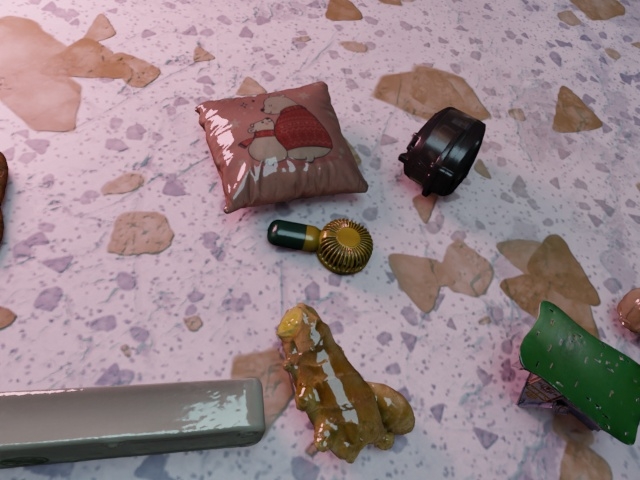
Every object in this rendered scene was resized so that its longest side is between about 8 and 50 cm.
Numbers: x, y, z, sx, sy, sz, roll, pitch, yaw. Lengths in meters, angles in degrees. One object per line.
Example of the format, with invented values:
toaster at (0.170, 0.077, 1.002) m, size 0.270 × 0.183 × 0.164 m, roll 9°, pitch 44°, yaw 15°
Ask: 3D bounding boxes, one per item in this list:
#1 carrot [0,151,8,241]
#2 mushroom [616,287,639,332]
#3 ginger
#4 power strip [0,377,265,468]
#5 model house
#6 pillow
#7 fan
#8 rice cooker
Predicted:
carrot at (-0.429, -0.051, 0.646) m, size 0.035 × 0.036 × 0.165 m, roll -6°, pitch 62°, yaw -17°
mushroom at (0.531, 0.158, 0.709) m, size 0.092 × 0.081 × 0.223 m, roll -36°, pitch 72°, yaw -5°
ginger at (0.012, 0.176, 0.578) m, size 0.205 × 0.081 × 0.115 m, roll 42°, pitch 72°, yaw 7°
power strip at (-0.251, 0.187, 0.501) m, size 0.384 × 0.091 × 0.062 m, roll 0°, pitch 57°, yaw -13°
model house at (0.317, 0.179, 0.642) m, size 0.167 × 0.088 × 0.117 m, roll 35°, pitch 57°, yaw 8°
pillow at (-0.062, -0.147, 0.763) m, size 0.236 × 0.084 × 0.223 m, roll -15°, pitch 64°, yaw -19°
fan at (0.000, 0.000, 0.711) m, size 0.155 × 0.039 × 0.082 m, roll 10°, pitch 57°, yaw -6°
rice cooker at (0.202, -0.145, 0.808) m, size 0.106 × 0.112 × 0.165 m, roll 37°, pitch 55°, yaw 18°
